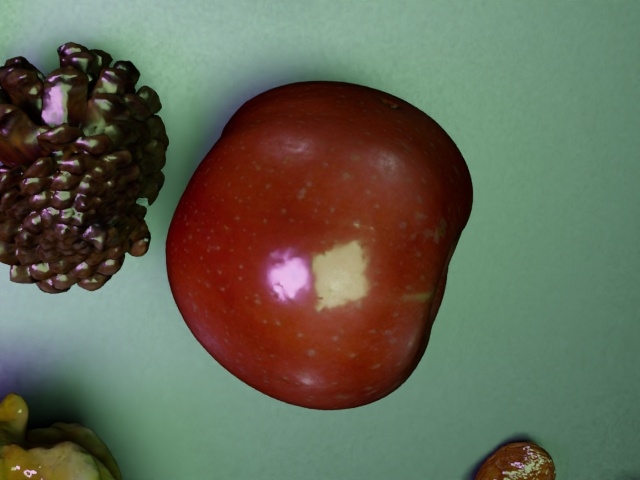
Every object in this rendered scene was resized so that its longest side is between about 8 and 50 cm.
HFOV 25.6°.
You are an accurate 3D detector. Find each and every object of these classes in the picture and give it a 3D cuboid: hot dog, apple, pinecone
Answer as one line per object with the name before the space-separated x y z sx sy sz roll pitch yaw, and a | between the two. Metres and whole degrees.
hot dog | 0.179 0.224 1.312 0.083 0.035 0.058 -37 107 -1
apple | 0.000 0.000 1.114 0.217 0.260 0.260 21 98 7
pinecone | -0.201 -0.064 1.101 0.150 0.195 0.179 7 144 17

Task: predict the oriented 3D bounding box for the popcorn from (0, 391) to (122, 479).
popcorn | -0.253 0.292 1.094 0.290 0.325 0.321 -37 100 0
